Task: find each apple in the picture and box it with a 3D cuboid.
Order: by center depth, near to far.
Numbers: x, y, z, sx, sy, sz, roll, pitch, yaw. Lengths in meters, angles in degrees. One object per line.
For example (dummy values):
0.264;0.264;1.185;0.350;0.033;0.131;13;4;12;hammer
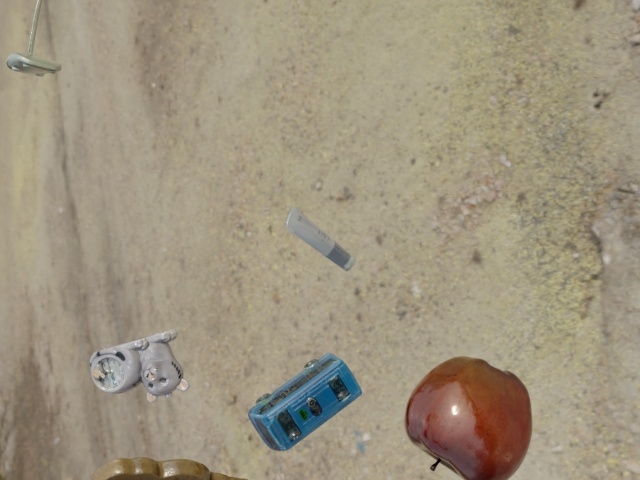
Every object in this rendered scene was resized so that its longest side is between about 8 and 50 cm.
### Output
0.269;0.327;1.225;0.234;0.234;0.234;11;104;56;apple

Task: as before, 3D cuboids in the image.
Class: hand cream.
0.000;0.000;1.921;0.048;0.255;0.079;-31;32;39;hand cream

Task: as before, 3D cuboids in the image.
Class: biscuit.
-0.266;0.457;1.225;0.183;0.320;0.047;-56;33;37;biscuit

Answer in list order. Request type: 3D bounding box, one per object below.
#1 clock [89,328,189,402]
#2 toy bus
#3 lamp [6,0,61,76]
-0.328;0.238;1.202;0.080;0.176;0.117;7;-112;-79;clock
-0.035;0.369;1.516;0.113;0.246;0.134;59;163;-7;toy bus
-0.281;-0.263;0.681;0.056;0.050;0.198;-4;79;50;lamp
